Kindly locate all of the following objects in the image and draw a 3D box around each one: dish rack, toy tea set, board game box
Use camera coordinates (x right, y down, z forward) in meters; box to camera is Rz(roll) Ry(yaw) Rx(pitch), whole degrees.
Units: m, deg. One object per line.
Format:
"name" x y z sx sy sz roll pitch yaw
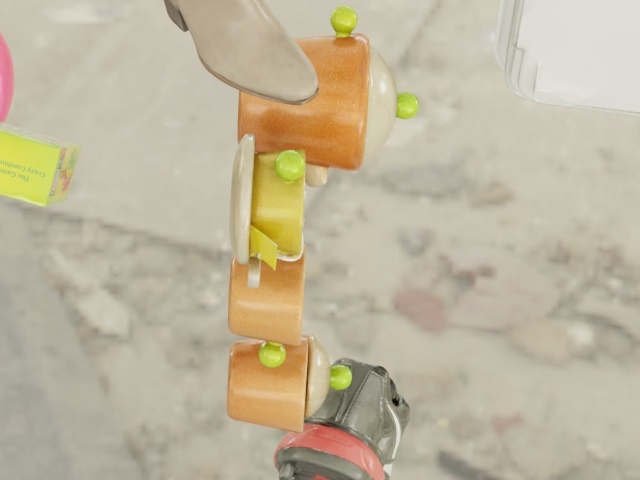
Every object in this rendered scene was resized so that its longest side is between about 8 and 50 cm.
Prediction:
"dish rack" 0.338 -0.204 1.885 0.333 0.285 0.072 8 55 3
"toy tea set" 0.000 0.000 1.404 0.124 0.336 0.200 3 54 -1
"board game box" -0.264 -0.070 1.360 0.181 0.043 0.092 16 4 0

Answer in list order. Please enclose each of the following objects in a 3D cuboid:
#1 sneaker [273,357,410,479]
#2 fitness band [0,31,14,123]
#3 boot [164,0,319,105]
"sneaker" 0.020 0.178 1.644 0.098 0.276 0.135 17 68 7
"fitness band" -0.462 -0.183 2.043 0.291 0.209 0.054 18 28 3
"boot" -0.047 -0.126 0.956 0.118 0.087 0.042 34 56 28
